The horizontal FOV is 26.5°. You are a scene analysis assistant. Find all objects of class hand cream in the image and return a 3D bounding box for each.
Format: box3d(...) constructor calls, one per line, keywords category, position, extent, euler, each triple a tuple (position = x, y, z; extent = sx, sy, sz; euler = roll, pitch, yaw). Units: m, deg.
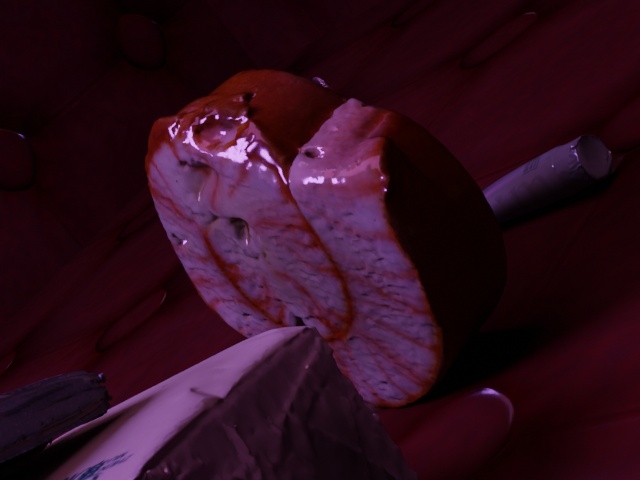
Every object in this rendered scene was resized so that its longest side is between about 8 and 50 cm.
box3d(category="hand cream", position=(0.201, -0.049, 1.353), extent=(0.205, 0.050, 0.078), euler=(-27, 18, 50))

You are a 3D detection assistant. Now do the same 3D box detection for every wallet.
box3d(category="wallet", position=(-0.256, 0.153, 0.911), extent=(0.231, 0.069, 0.170), euler=(-24, -8, 38))

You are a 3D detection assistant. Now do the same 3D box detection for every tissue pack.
box3d(category="tissue pack", position=(-0.146, 0.245, 0.919), extent=(0.380, 0.207, 0.297), euler=(-30, 5, 28))

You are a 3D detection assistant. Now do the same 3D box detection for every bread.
box3d(category="bread", position=(-0.001, 0.002, 1.168), extent=(0.327, 0.295, 0.114), euler=(19, 52, 35))
